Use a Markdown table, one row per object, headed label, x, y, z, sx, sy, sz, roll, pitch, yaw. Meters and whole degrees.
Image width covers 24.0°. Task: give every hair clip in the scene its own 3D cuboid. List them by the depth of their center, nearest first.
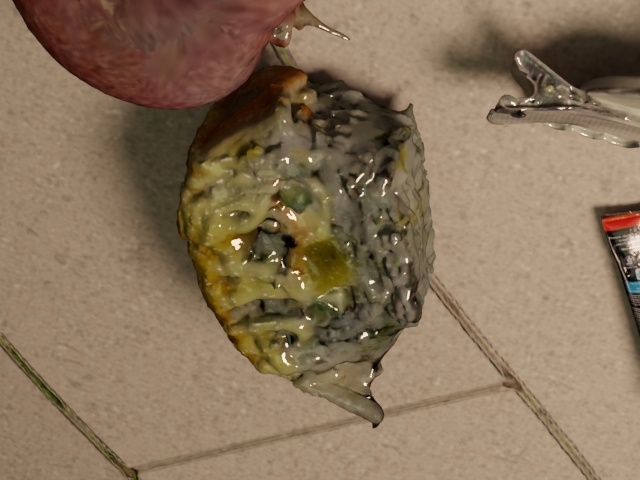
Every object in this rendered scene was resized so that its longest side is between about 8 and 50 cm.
| label | x | y | z | sx | sy | sz | roll | pitch | yaw |
| --- | --- | --- | --- | --- | --- | --- | --- | --- | --- |
| hair clip | 0.231 | -0.081 | 1.081 | 0.220 | 0.054 | 0.140 | 16 | 167 | 2 |

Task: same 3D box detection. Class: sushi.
| label | x | y | z | sx | sy | sz | roll | pitch | yaw |
| --- | --- | --- | --- | --- | --- | --- | --- | --- | --- |
| sushi | 0.000 | 0.000 | 1.176 | 0.184 | 0.139 | 0.274 | -2 | 126 | 17 |

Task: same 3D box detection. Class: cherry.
| label | x | y | z | sx | sy | sz | roll | pitch | yaw |
| --- | --- | --- | --- | --- | --- | --- | --- | --- | --- |
| cherry | -0.102 | -0.226 | 0.992 | 0.307 | 0.221 | 0.261 | 37 | 114 | -21 |

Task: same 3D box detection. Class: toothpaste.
| label | x | y | z | sx | sy | sz | roll | pitch | yaw |
| --- | --- | --- | --- | --- | --- | --- | --- | --- | --- |
| toothpaste | 0.281 | 0.056 | 1.211 | 0.071 | 0.045 | 0.194 | -14 | 114 | 12 |
